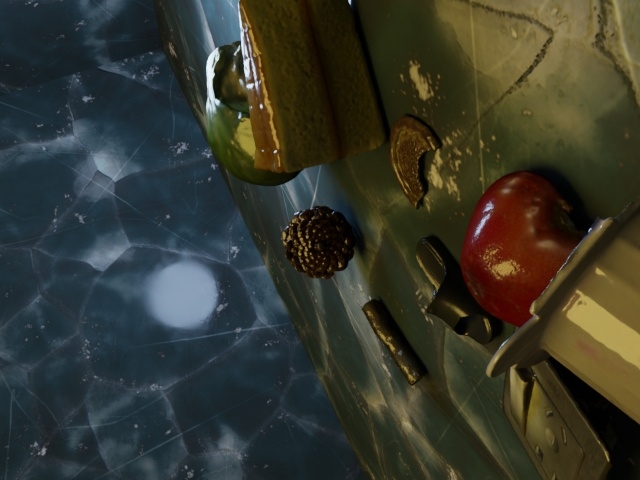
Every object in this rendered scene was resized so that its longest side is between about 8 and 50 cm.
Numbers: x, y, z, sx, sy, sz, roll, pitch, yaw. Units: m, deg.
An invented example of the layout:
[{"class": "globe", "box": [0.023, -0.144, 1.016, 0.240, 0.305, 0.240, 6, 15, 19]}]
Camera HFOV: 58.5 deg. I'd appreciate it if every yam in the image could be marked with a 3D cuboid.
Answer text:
[{"class": "yam", "box": [0.192, 0.266, 1.507, 0.253, 0.061, 0.061, 57, 161, 31]}]

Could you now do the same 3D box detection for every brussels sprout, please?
[{"class": "brussels sprout", "box": [-0.147, -0.310, 1.425, 0.371, 0.275, 0.315, 61, 160, 24]}]

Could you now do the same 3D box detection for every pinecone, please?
[{"class": "pinecone", "box": [0.000, 0.000, 1.547, 0.208, 0.207, 0.208, 57, 162, 31]}]

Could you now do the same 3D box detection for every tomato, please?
[{"class": "tomato", "box": [0.271, 0.035, 0.775, 0.233, 0.139, 0.200, 59, 169, 26]}]

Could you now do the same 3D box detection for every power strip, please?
[{"class": "power strip", "box": [0.371, 0.282, 0.877, 0.251, 0.092, 0.257, -118, 13, -49]}]

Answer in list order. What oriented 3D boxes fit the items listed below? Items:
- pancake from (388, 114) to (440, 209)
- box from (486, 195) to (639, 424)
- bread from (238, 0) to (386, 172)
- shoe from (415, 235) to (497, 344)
[{"class": "pancake", "box": [0.176, -0.141, 1.066, 0.184, 0.020, 0.191, 34, 144, 61]}, {"class": "box", "box": [0.318, 0.091, 0.485, 0.206, 0.291, 0.262, 43, 150, 33]}, {"class": "bread", "box": [-0.040, -0.333, 1.141, 0.245, 0.233, 0.362, -151, 45, -67]}, {"class": "shoe", "box": [0.232, 0.104, 1.088, 0.108, 0.093, 0.241, 94, 151, -55]}]
